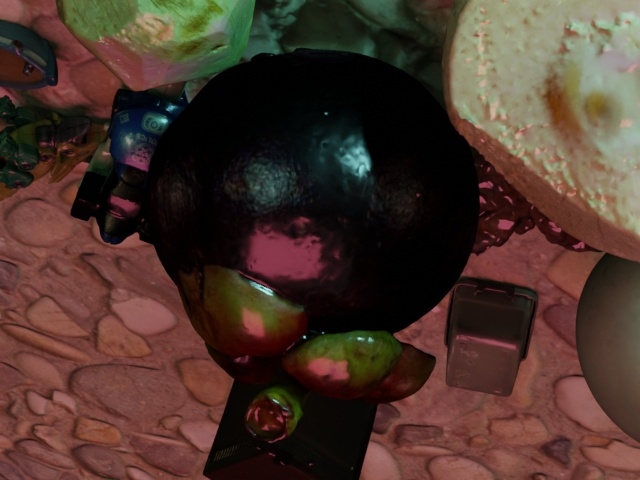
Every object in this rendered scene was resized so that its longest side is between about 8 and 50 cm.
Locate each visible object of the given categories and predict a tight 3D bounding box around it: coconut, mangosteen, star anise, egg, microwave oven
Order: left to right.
[{"bbox_3d":[-0.174,-0.272,1.765,0.236,0.236,0.204,34,174,-22],"label":"coconut"},{"bbox_3d":[-0.027,0.273,2.376,0.188,0.247,0.178,35,142,-22],"label":"microwave oven"},{"bbox_3d":[0.000,0.000,1.788,0.382,0.435,0.382,-10,163,-3],"label":"mangosteen"},{"bbox_3d":[0.250,-0.067,1.949,0.315,0.108,0.315,6,136,6],"label":"star anise"},{"bbox_3d":[0.333,-0.187,1.580,0.404,0.404,0.404,10,143,8],"label":"coconut"},{"bbox_3d":[0.457,0.127,1.977,0.276,0.276,0.389,-6,151,26],"label":"egg"}]

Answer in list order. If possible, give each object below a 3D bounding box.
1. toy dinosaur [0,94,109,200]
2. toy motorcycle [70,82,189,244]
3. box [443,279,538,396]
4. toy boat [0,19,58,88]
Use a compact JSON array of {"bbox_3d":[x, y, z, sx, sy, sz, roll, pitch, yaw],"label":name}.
[{"bbox_3d":[-0.402,-0.107,2.133,0.259,0.094,0.153,-28,145,35],"label":"toy dinosaur"},{"bbox_3d":[-0.216,-0.118,1.978,0.125,0.196,0.331,21,141,-7],"label":"toy motorcycle"},{"bbox_3d":[0.230,0.142,2.236,0.124,0.093,0.172,9,143,8],"label":"box"},{"bbox_3d":[-0.429,-0.214,2.012,0.215,0.102,0.088,6,144,12],"label":"toy boat"}]
